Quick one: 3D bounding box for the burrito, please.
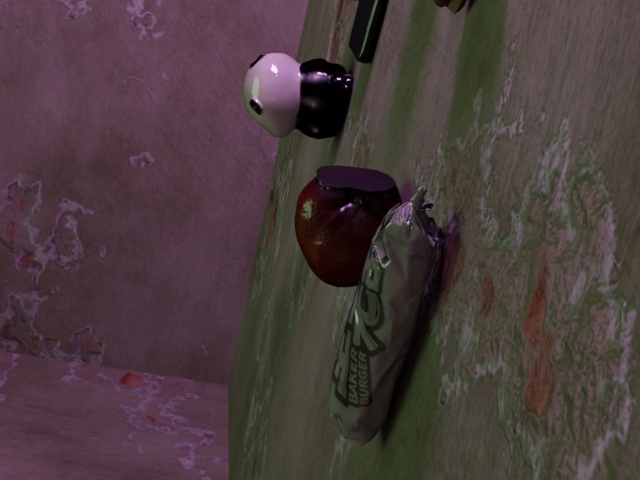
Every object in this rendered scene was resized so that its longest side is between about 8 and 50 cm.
[{"bbox_3d":[0.095,0.100,1.332,0.139,0.101,0.446,-85,7,-58],"label":"burrito"}]

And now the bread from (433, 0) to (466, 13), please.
[{"bbox_3d":[0.208,-0.414,1.294,0.192,0.067,0.119,132,140,-75],"label":"bread"}]

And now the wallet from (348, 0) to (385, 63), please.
[{"bbox_3d":[0.115,-0.521,2.073,0.149,0.044,0.250,-106,28,-61],"label":"wallet"}]

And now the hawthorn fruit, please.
[{"bbox_3d":[0.042,-0.012,1.552,0.251,0.189,0.190,101,173,-50],"label":"hawthorn fruit"}]

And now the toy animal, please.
[{"bbox_3d":[-0.066,-0.362,2.330,0.212,0.266,0.213,-174,90,-83],"label":"toy animal"}]
